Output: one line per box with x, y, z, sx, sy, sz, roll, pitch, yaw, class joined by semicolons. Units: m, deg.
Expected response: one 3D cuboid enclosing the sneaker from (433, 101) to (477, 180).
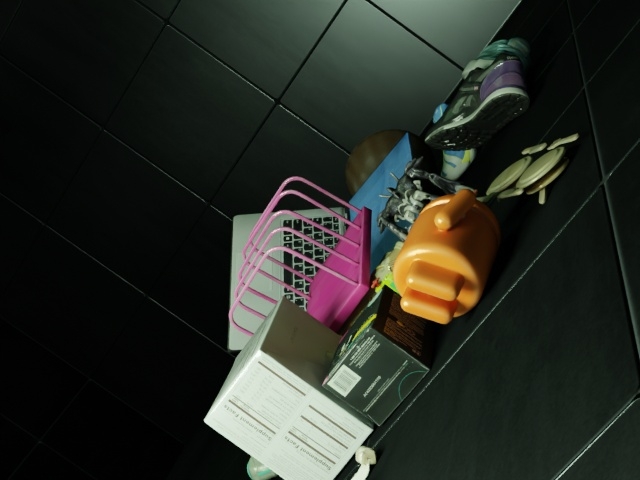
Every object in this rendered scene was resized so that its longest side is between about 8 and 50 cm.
0.285;-0.222;2.308;0.091;0.126;0.240;-51;4;46;sneaker

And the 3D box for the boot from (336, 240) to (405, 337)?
0.108;0.109;1.785;0.203;0.095;0.262;-57;6;-11;boot

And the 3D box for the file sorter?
-0.038;0.043;1.888;0.202;0.182;0.291;-56;13;26;file sorter

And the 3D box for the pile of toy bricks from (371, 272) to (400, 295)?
0.130;0.086;1.619;0.212;0.105;0.118;-51;5;49;pile of toy bricks

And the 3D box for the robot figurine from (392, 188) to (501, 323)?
0.178;0.018;1.449;0.128;0.158;0.219;-17;26;33;robot figurine

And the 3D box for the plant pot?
0.174;-0.111;2.366;0.215;0.215;0.230;-53;19;19;plant pot

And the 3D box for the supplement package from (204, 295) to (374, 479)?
-0.033;0.232;1.606;0.145;0.204;0.262;-53;4;15;supplement package

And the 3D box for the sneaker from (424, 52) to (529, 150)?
0.321;-0.281;2.151;0.283;0.107;0.124;-30;51;50;sneaker

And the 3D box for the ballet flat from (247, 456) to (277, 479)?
-0.082;0.392;2.030;0.068;0.072;0.213;-24;16;21;ballet flat

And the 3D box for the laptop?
0.000;0.000;2.164;0.236;0.407;0.382;84;-177;-47;laptop

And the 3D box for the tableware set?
0.304;-0.088;1.523;0.128;0.039;0.194;-43;7;-11;tableware set

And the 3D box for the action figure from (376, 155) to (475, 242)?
0.190;-0.047;1.866;0.164;0.141;0.276;-56;19;7;action figure

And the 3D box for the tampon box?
0.087;0.161;1.501;0.120;0.101;0.161;-53;4;21;tampon box

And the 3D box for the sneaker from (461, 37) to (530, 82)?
0.400;-0.391;2.316;0.150;0.135;0.366;-57;4;6;sneaker

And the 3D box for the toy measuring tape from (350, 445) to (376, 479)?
-0.061;0.379;1.332;0.330;0.121;0.121;-55;3;-11;toy measuring tape
